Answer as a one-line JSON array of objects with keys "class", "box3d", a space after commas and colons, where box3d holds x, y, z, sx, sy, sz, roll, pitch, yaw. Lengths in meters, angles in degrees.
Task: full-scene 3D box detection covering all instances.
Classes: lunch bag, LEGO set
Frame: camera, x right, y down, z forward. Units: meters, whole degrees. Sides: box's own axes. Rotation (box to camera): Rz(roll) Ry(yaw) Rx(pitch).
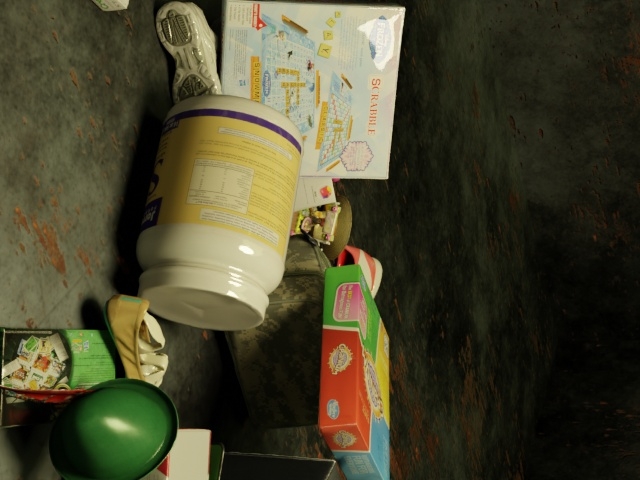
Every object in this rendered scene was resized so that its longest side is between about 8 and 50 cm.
[{"class": "lunch bag", "box3d": [-0.048, 0.162, 2.152, 0.256, 0.213, 0.305, -82, 159, -61]}, {"class": "LEGO set", "box3d": [0.000, 0.000, 2.319, 0.132, 0.107, 0.287, -30, 127, -53]}]

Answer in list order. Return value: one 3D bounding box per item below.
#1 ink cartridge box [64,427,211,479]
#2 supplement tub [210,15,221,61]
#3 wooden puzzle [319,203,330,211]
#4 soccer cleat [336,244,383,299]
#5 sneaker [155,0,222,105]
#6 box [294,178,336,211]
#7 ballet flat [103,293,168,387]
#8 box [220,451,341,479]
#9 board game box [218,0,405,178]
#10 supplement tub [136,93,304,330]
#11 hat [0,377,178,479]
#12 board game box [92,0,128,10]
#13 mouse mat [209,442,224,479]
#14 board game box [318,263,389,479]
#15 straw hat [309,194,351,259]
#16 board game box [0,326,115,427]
[{"class": "ink cartridge box", "box3d": [-0.269, 0.337, 1.674, 0.127, 0.176, 0.128, 20, 70, -66]}, {"class": "supplement tub", "box3d": [-0.130, -0.354, 2.114, 0.198, 0.106, 0.106, 22, 68, -63]}, {"class": "wooden puzzle", "box3d": [0.001, -0.113, 2.491, 0.078, 0.014, 0.116, -40, 124, -65]}, {"class": "soccer cleat", "box3d": [0.052, 0.161, 2.499, 0.116, 0.109, 0.318, 35, 56, -36]}, {"class": "sneaker", "box3d": [-0.205, -0.305, 1.971, 0.115, 0.090, 0.232, -47, 131, -62]}, {"class": "box", "box3d": [-0.076, -0.121, 2.134, 0.038, 0.186, 0.145, -124, -159, -69]}, {"class": "ballet flat", "box3d": [-0.271, 0.177, 1.751, 0.080, 0.073, 0.232, -84, 169, -46]}, {"class": "box", "box3d": [-0.125, 0.674, 1.830, 0.480, 0.297, 0.471, -58, 140, -51]}, {"class": "board game box", "box3d": [-0.023, -0.269, 2.035, 0.066, 0.318, 0.318, -120, -147, -66]}, {"class": "supplement tub", "box3d": [-0.165, -0.042, 1.853, 0.241, 0.241, 0.331, 46, 47, -55]}, {"class": "hat", "box3d": [-0.302, 0.218, 1.512, 0.208, 0.173, 0.183, -34, 145, -22]}, {"class": "board game box", "box3d": [-0.338, -0.531, 1.735, 0.193, 0.053, 0.305, 41, 51, -59]}, {"class": "mouse mat", "box3d": [-0.225, 0.386, 1.754, 0.007, 0.190, 0.152, 29, 61, -43]}, {"class": "board game box", "box3d": [0.062, 0.238, 1.954, 0.242, 0.064, 0.316, 67, 20, -49]}, {"class": "straw hat", "box3d": [0.008, -0.030, 2.428, 0.061, 0.144, 0.144, 8, 78, -24]}, {"class": "board game box", "box3d": [-0.377, 0.192, 1.627, 0.260, 0.030, 0.136, 13, 74, -65]}]
